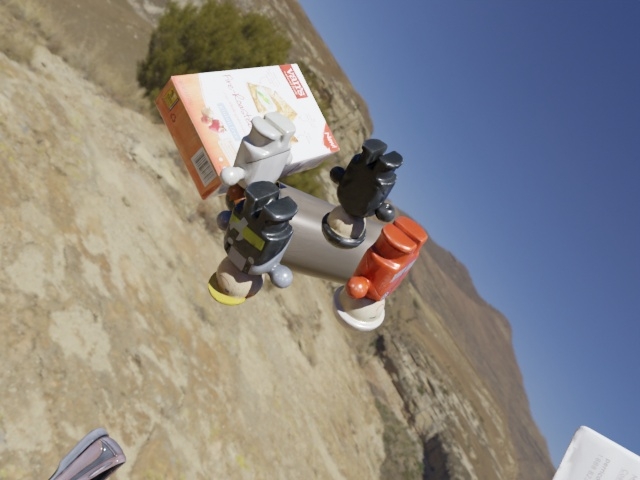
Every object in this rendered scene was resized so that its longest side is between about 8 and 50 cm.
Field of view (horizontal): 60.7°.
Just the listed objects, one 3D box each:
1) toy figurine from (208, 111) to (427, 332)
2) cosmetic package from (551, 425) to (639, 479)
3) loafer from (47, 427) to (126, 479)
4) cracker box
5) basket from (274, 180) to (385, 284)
[{"bbox_3d":[-0.010,-0.017,0.594,0.212,0.210,0.148,-98,-154,-45],"label":"toy figurine"},{"bbox_3d":[0.248,0.256,0.403,0.152,0.151,0.184,27,-8,44],"label":"cosmetic package"},{"bbox_3d":[-0.519,0.524,1.090,0.095,0.302,0.109,35,-16,14],"label":"loafer"},{"bbox_3d":[-0.097,-0.165,0.792,0.232,0.067,0.155,-24,86,-44],"label":"cracker box"},{"bbox_3d":[0.000,0.000,1.007,0.227,0.154,0.204,18,-6,-15],"label":"basket"}]
